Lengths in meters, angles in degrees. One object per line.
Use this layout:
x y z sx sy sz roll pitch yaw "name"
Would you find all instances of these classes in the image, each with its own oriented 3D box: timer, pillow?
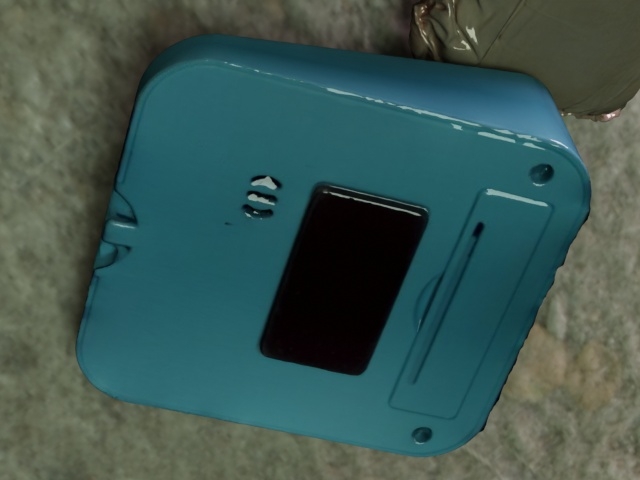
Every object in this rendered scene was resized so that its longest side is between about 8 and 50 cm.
0.000 0.000 0.774 0.250 0.091 0.231 11 124 -15 "timer"
0.158 -0.170 0.731 0.173 0.067 0.270 6 139 -22 "pillow"
